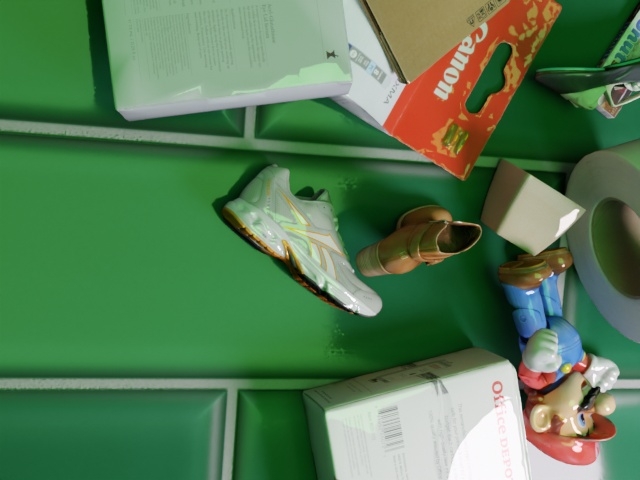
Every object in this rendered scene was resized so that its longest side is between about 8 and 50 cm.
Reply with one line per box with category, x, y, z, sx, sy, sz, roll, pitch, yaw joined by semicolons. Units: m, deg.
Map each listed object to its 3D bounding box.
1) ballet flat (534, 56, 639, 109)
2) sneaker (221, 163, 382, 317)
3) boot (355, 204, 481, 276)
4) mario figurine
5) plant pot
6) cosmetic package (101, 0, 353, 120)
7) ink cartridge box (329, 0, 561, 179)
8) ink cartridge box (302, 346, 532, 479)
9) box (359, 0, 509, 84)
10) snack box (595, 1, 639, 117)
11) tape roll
ballet flat;0.409;-0.226;1.427;0.203;0.074;0.074;-9;98;-13
sneaker;0.000;0.000;1.334;0.262;0.099;0.121;40;79;-18
boot;0.159;-0.006;1.326;0.197;0.152;0.073;-34;101;-41
mario figurine;0.367;0.173;1.426;0.198;0.170;0.320;-16;99;-17
plant pot;0.296;-0.042;1.418;0.109;0.109;0.096;29;99;-18
cosmetic package;-0.125;-0.352;1.197;0.284;0.097;0.377;-7;88;0
ink cartridge box;0.135;-0.304;1.345;0.385;0.091;0.308;31;87;-16
ink cartridge box;0.137;0.287;1.392;0.283;0.117;0.207;-12;99;-15
box;0.150;-0.332;1.305;0.201;0.021;0.164;-40;120;-15
snack box;0.464;-0.275;1.483;0.064;0.022;0.178;35;86;-14
tape roll;0.461;0.000;1.374;0.100;0.286;0.286;-16;100;-16
